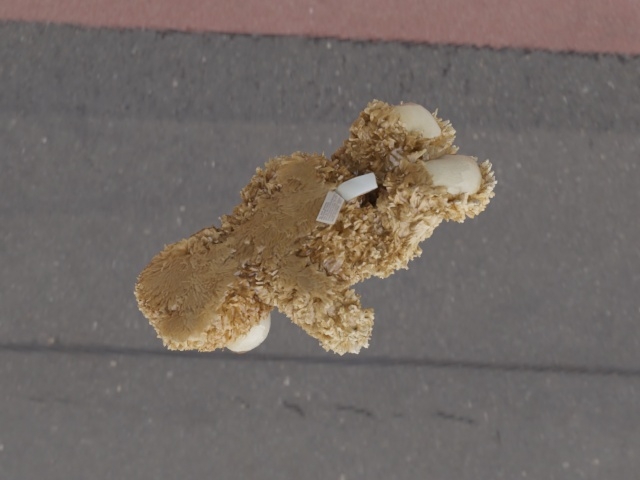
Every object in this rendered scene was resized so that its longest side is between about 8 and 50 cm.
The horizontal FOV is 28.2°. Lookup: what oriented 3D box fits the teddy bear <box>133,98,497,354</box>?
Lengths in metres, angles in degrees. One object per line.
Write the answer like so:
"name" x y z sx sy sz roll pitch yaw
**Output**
"teddy bear" 0.000 0.000 1.157 0.338 0.245 0.113 -45 142 -13
